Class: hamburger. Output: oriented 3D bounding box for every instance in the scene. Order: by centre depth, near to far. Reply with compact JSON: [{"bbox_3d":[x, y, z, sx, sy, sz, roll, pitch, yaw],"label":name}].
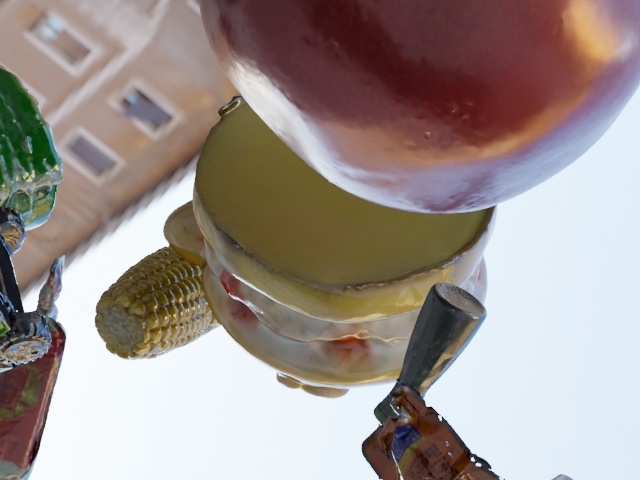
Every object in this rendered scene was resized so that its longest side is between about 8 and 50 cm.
[{"bbox_3d":[0.000,0.000,1.457,0.186,0.302,0.261,97,19,-44],"label":"hamburger"}]

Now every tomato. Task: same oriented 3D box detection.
[{"bbox_3d":[0.050,-0.149,1.019,0.226,0.298,0.298,-42,-159,-2],"label":"tomato"}]

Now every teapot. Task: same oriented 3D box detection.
[{"bbox_3d":[0.072,0.085,1.152,0.043,0.042,0.111,-103,-144,-63],"label":"teapot"}]

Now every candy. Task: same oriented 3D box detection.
[{"bbox_3d":[-0.297,0.155,1.677,0.086,0.059,0.292,158,-53,-76],"label":"candy"}]

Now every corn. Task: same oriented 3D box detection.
[{"bbox_3d":[-0.115,0.036,1.643,0.106,0.106,0.305,-38,175,31],"label":"corn"}]

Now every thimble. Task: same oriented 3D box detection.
[{"bbox_3d":[-0.249,-0.059,1.212,0.130,0.090,0.118,39,-48,36],"label":"thimble"}]

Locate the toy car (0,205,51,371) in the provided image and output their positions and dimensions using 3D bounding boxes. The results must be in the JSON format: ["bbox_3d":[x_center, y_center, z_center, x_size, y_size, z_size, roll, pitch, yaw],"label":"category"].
[{"bbox_3d":[-0.158,-0.003,0.664,0.062,0.165,0.071,-19,-120,0],"label":"toy car"}]

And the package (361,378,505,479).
[{"bbox_3d":[0.060,0.124,0.867,0.111,0.033,0.077,51,-61,38],"label":"package"}]

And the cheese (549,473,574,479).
[{"bbox_3d":[0.183,0.243,1.446,0.235,0.127,0.050,-10,132,-59],"label":"cheese"}]
